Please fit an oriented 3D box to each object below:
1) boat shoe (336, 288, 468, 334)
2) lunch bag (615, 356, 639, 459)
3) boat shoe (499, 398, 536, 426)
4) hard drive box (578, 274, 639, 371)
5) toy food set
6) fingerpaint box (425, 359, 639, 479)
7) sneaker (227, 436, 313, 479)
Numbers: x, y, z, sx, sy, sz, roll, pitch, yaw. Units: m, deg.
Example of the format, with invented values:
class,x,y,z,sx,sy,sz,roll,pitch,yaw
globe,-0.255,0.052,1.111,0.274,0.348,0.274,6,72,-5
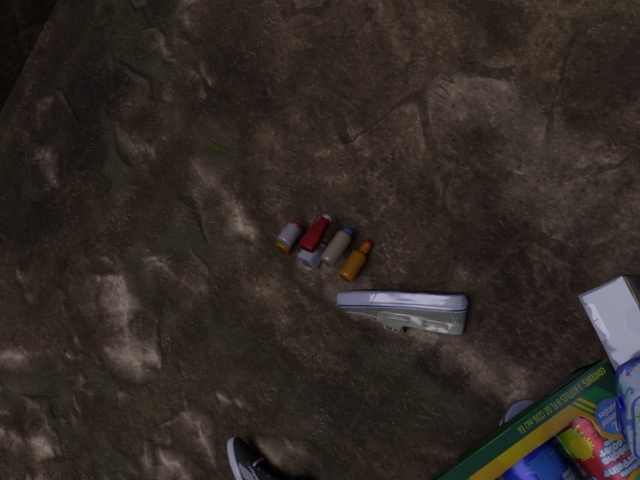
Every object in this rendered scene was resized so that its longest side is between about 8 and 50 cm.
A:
class,x,y,z,sx,sy,sz,roll,pitch,yaw
boat shoe,0.175,0.158,1.789,0.302,0.109,0.094,1,90,25
lunch bag,0.582,0.271,1.349,0.176,0.219,0.090,-18,41,6
boat shoe,0.399,0.512,1.640,0.135,0.156,0.367,1,76,0
hard drive box,0.580,0.161,1.504,0.089,0.232,0.181,-29,75,23
toy food set,0.000,0.000,1.893,0.232,0.111,0.105,21,67,37
fingerpaint box,0.441,0.500,1.476,0.444,0.163,0.371,-32,77,-9
sneaker,-0.098,0.571,1.921,0.147,0.104,0.296,-38,78,19
